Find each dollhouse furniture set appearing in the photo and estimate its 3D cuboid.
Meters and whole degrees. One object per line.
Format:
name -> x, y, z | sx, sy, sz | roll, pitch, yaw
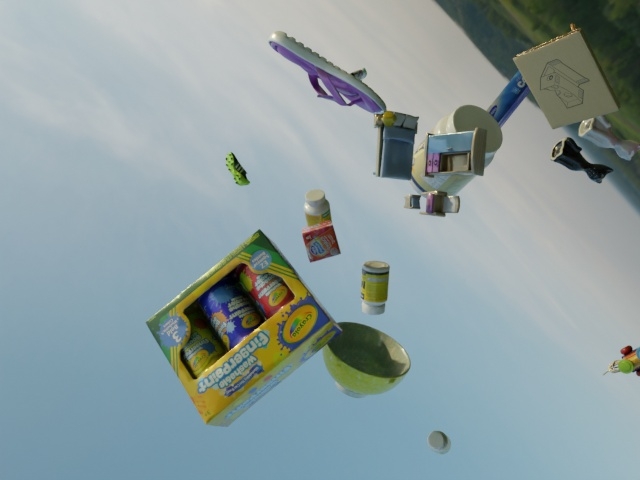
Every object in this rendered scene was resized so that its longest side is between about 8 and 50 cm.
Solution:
dollhouse furniture set -> 0.299, -0.220, 1.701 | 0.303, 0.198, 0.287 | 4, -89, -38

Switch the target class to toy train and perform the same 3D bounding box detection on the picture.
toy train -> 1.028, 0.413, 1.965 | 0.143, 0.248, 0.105 | -4, -123, -47

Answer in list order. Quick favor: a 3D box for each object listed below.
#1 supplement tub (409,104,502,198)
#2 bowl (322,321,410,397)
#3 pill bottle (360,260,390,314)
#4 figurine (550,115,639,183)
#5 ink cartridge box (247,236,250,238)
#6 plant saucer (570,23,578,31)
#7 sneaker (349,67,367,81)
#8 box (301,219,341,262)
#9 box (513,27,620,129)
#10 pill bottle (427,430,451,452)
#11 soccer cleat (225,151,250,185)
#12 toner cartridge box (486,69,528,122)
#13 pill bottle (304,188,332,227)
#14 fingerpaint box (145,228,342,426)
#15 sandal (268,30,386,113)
supplement tub -> 0.463, -0.301, 2.060 | 0.228, 0.316, 0.229 | 10, -119, -18
bowl -> 0.123, 0.401, 1.864 | 0.289, 0.156, 0.289 | 18, -159, -7
pill bottle -> 0.229, 0.200, 2.484 | 0.119, 0.209, 0.119 | 1, -165, 0
figurine -> 0.916, -0.294, 1.948 | 0.209, 0.215, 0.092 | 28, -128, -9
ink cartridge box -> -0.239, 0.078, 1.926 | 0.109, 0.063, 0.150 | 40, -111, -5
plant saucer -> 0.950, -0.765, 2.183 | 0.083, 0.013, 0.084 | 30, -130, -43
sneaker -> 0.109, -0.539, 1.970 | 0.069, 0.098, 0.038 | -20, -104, -20
box -> 0.000, 0.000, 2.346 | 0.257, 0.128, 0.123 | -101, -6, -84
box -> 0.548, -0.354, 1.318 | 0.201, 0.164, 0.021 | 52, -122, -18
pill bottle -> 0.365, 0.623, 1.823 | 0.065, 0.065, 0.116 | 62, -174, 29
soccer cleat -> -0.371, -0.317, 2.639 | 0.072, 0.060, 0.179 | 2, -124, -49
toner cartridge box -> 0.799, -0.591, 2.511 | 0.075, 0.348, 0.165 | 38, 174, 16
pill bottle -> -0.011, -0.119, 2.611 | 0.118, 0.117, 0.209 | -100, 1, -50
fingerpaint box -> -0.226, 0.253, 1.724 | 0.371, 0.444, 0.163 | 51, 179, 25
sandal -> 0.010, -0.481, 1.795 | 0.416, 0.102, 0.169 | 33, -178, -1
